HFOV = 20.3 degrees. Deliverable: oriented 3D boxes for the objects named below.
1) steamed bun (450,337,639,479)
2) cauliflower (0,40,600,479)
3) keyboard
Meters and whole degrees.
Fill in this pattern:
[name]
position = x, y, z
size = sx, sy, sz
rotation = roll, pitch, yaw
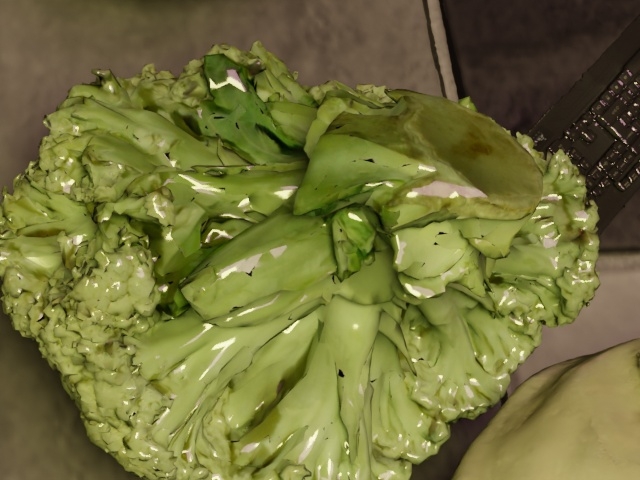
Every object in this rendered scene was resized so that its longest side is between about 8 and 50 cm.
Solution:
[steamed bun]
position = 0.174, 0.196, 0.861
size = 0.346, 0.237, 0.394
rotation = 28, 84, -38
[cauliflower]
position = 0.000, 0.000, 0.838
size = 0.272, 0.250, 0.275
rotation = 39, 55, -10
[keyboard]
position = 0.194, -0.084, 1.096
size = 0.074, 0.015, 0.196
rotation = 47, 59, -2
